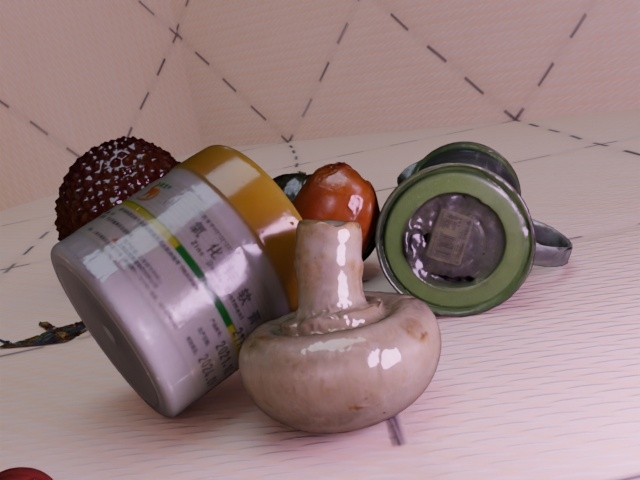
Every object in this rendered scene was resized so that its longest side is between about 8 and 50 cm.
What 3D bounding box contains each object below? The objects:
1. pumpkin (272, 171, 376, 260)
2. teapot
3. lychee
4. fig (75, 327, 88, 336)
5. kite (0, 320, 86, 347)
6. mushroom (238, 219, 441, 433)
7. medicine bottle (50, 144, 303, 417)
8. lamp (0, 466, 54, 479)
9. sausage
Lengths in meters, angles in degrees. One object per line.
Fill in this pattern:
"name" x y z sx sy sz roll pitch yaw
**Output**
"pumpkin" -0.015 -0.026 1.399 0.223 0.157 0.224 3 -18 1
"teapot" 0.227 -0.028 1.256 0.270 0.200 0.337 17 16 7
"lychee" -0.379 -0.061 1.717 0.275 0.276 0.304 -8 39 14
"fig" -0.359 0.123 1.392 0.050 0.050 0.083 -4 32 28
"kite" -0.434 0.145 1.425 0.182 0.010 0.160 -19 15 -28
"mushroom" 0.024 0.094 0.879 0.206 0.209 0.206 10 28 -5
"medicine bottle" -0.150 0.045 1.010 0.232 0.238 0.238 -36 23 -24
"lamp" -0.260 0.236 0.727 0.101 0.090 0.101 -47 13 14
"sausage" -0.001 0.002 1.210 0.133 0.133 0.258 -22 -26 -40
